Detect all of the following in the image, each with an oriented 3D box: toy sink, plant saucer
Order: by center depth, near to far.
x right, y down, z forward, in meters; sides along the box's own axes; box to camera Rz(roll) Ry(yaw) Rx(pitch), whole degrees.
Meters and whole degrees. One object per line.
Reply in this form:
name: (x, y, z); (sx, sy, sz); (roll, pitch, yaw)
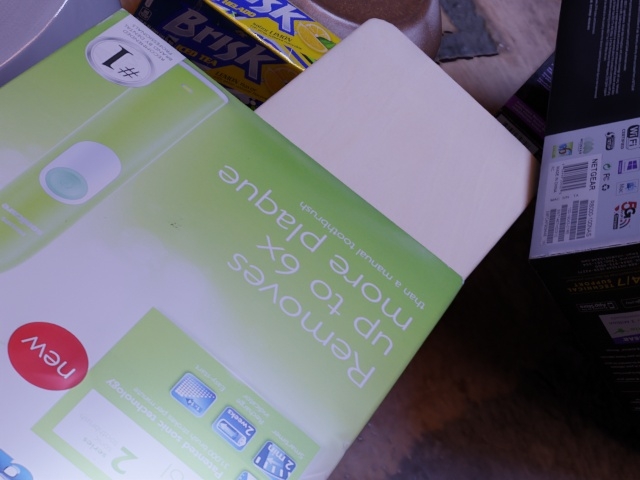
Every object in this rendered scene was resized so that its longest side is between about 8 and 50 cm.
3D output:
toy sink: (0.000, 0.000, 0.845); (0.153, 0.131, 0.234); (43, 47, 1)
plant saucer: (0.013, -0.202, 1.064); (0.198, 0.036, 0.198); (16, 52, -21)

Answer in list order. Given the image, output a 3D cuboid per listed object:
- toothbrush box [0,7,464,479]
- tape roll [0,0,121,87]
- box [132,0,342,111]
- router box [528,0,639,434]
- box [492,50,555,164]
toothbrush box: (-0.097, 0.056, 0.577); (0.206, 0.122, 0.283); (39, 41, 4)
tape roll: (-0.221, -0.124, 0.761); (0.219, 0.072, 0.219); (-4, 55, 5)
box: (-0.040, -0.129, 0.961); (0.169, 0.059, 0.054); (35, 44, -6)
router box: (0.234, -0.043, 0.959); (0.243, 0.081, 0.309); (51, 40, -41)
box: (0.208, -0.092, 1.111); (0.116, 0.029, 0.162); (43, 45, 1)
